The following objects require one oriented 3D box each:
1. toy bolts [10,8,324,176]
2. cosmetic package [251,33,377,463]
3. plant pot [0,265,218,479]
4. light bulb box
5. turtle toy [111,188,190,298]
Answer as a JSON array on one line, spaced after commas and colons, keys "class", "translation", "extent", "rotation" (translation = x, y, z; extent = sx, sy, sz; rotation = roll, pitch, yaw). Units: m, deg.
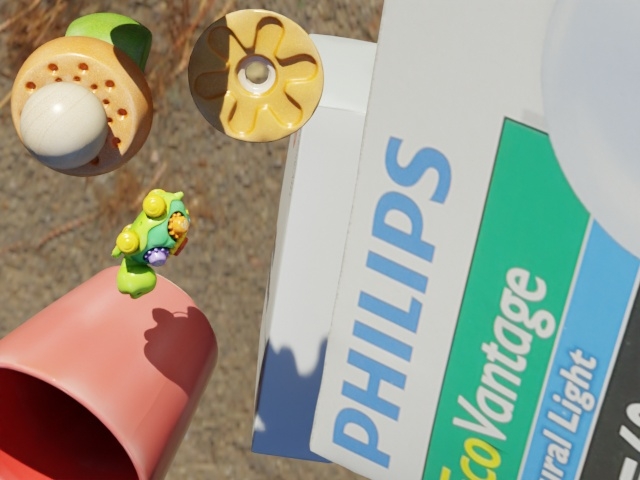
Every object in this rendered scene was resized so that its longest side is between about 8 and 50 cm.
[{"class": "toy bolts", "translation": [-0.108, -0.151, 1.057], "extent": [0.218, 0.158, 0.228], "rotation": [4, 110, 4]}, {"class": "cosmetic package", "translation": [0.000, 0.000, 1.603], "extent": [0.097, 0.284, 0.377], "rotation": [8, 110, -5]}, {"class": "plant pot", "translation": [-0.265, 0.178, 1.848], "extent": [0.275, 0.243, 0.275], "rotation": [18, 133, 20]}, {"class": "light bulb box", "translation": [0.216, -0.035, 0.578], "extent": [0.361, 0.225, 0.358], "rotation": [22, 127, 20]}, {"class": "turtle toy", "translation": [-0.187, 0.002, 1.670], "extent": [0.066, 0.095, 0.130], "rotation": [35, 95, -6]}]
